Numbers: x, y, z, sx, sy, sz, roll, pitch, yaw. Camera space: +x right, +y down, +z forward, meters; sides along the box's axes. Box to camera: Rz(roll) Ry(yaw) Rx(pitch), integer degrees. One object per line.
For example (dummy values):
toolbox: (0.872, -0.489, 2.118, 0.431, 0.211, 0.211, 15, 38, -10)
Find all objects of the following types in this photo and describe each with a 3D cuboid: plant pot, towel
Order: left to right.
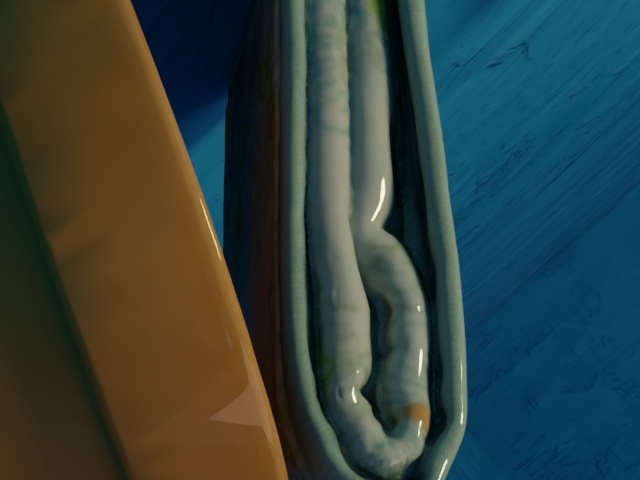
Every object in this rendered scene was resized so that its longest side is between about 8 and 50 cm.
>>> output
plant pot: (-0.156, 0.019, 0.646, 0.203, 0.290, 0.291, -19, 165, -8)
towel: (0.000, 0.000, 0.841, 0.090, 0.374, 0.320, 3, 158, -8)
